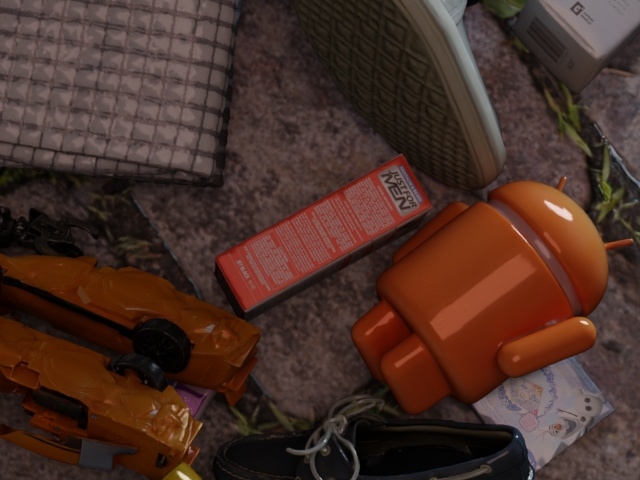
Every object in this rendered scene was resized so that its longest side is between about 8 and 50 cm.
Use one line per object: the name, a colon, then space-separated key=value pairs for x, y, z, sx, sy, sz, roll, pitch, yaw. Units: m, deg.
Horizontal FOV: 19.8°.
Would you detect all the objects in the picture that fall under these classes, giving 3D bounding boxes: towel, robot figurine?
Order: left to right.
robot figurine: x=-0.206 y=0.077 z=1.375 sx=0.291 sy=0.085 sz=0.211 roll=21 pitch=44 yaw=13
towel: x=-0.204 y=-0.167 z=1.437 sx=0.283 sy=0.121 sz=0.235 roll=7 pitch=88 yaw=2
robot figurine: x=0.132 y=0.041 z=1.417 sx=0.219 sy=0.158 sz=0.128 roll=-37 pitch=100 yaw=-7

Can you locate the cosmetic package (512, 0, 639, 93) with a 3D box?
cosmetic package: x=0.266 y=-0.234 z=1.476 sx=0.231 sy=0.117 sz=0.085 roll=-43 pitch=86 yaw=-7

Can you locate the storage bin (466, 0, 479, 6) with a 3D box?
storage bin: x=0.114 y=-0.298 z=1.493 sx=0.122 sy=0.084 sz=0.180 roll=26 pitch=80 yaw=1

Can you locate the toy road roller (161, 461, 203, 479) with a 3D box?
toy road roller: x=-0.126 y=0.324 z=1.261 sx=0.202 sy=0.329 sz=0.240 roll=46 pitch=59 yaw=4

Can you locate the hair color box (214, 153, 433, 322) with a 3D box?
hair color box: x=0.000 y=0.000 z=1.434 sx=0.167 sy=0.093 sz=0.053 roll=-28 pitch=84 yaw=-8

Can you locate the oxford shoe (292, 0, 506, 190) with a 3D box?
oxford shoe: x=0.040 y=-0.229 z=1.369 sx=0.130 sy=0.169 sz=0.449 roll=-44 pitch=118 yaw=-25

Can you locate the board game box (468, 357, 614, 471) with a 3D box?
board game box: x=0.171 y=0.128 z=1.460 sx=0.090 sy=0.020 sz=0.090 roll=-36 pitch=85 yaw=-9

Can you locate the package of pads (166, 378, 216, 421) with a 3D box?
package of pads: x=-0.116 y=0.130 z=1.437 sx=0.050 sy=0.032 sz=0.083 roll=29 pitch=80 yaw=6

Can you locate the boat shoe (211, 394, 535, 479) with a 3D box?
boat shoe: x=0.034 y=0.166 z=1.374 sx=0.254 sy=0.079 sz=0.095 roll=5 pitch=36 yaw=23
